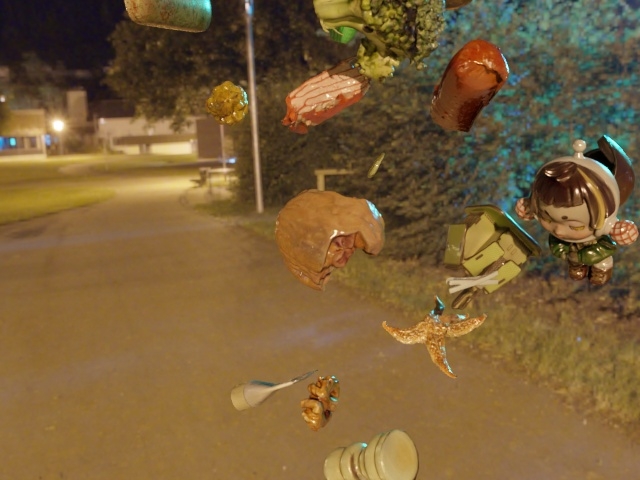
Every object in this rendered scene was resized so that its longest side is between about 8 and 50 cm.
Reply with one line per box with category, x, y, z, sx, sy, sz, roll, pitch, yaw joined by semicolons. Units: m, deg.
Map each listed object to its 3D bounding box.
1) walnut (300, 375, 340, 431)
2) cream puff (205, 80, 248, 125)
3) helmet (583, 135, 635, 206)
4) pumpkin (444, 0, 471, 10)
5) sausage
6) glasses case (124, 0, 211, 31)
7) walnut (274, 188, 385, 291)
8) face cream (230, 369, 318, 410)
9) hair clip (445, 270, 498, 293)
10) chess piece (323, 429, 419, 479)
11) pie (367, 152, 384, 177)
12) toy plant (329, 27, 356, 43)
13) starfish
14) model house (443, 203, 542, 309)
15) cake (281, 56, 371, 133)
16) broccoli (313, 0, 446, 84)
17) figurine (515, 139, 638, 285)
walnut;-0.002;0.411;1.782;0.069;0.143;0.170;18;-14;20
cream puff;-0.297;-0.417;2.172;0.146;0.146;0.116;3;23;31
helmet;0.728;-0.164;1.853;0.189;0.193;0.216;-38;16;24
pumpkin;0.368;-0.853;1.986;0.242;0.325;0.232;14;-17;20
sausage;0.254;-0.267;1.231;0.102;0.102;0.330;-3;-6;1
glasses case;-0.480;-0.761;2.248;0.098;0.157;0.425;4;13;21
walnut;-0.003;-0.012;1.440;0.238;0.204;0.141;-36;-6;23
face cream;-0.119;0.370;1.754;0.224;0.070;0.114;-22;-5;28
hair clip;0.319;0.083;1.474;0.115;0.030;0.039;-7;24;-10
chess piece;0.107;0.541;1.694;0.133;0.133;0.243;-12;-10;-46
pie;0.154;-0.208;1.942;0.017;0.085;0.085;31;10;-2
toy plant;0.097;-0.737;2.200;0.088;0.240;0.155;1;48;-42
starfish;0.409;0.285;2.289;0.293;0.084;0.301;-28;43;-35
model house;0.412;0.063;1.901;0.279;0.205;0.218;-48;8;-7
cake;0.014;-0.386;1.857;0.287;0.098;0.135;-34;-18;11
broccoli;0.119;-0.540;1.508;0.280;0.348;0.293;-13;-39;23
figurine;0.575;-0.046;1.552;0.281;0.370;0.167;19;59;43
